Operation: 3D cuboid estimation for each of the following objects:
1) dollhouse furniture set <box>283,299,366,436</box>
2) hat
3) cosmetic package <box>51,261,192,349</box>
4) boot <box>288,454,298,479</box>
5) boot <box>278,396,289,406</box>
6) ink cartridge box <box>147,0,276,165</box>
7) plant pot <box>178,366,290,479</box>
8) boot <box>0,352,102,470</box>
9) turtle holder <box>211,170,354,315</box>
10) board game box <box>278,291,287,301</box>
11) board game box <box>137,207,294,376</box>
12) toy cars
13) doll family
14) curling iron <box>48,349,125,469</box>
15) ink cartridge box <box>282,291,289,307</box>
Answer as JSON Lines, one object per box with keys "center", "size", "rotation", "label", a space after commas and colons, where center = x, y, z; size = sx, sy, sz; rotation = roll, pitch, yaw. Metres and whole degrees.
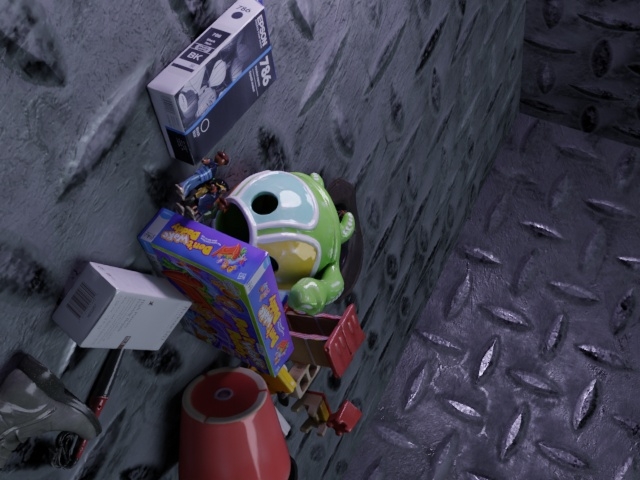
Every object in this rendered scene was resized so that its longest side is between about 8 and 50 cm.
{"center": [0.016, 0.339, 1.820], "size": [0.152, 0.201, 0.374], "rotation": [-53, 136, -41], "label": "dollhouse furniture set"}
{"center": [0.000, 0.000, 1.832], "size": [0.331, 0.133, 0.332], "rotation": [2, 90, -67], "label": "hat"}
{"center": [-0.331, 0.118, 1.207], "size": [0.117, 0.085, 0.231], "rotation": [-54, 157, 5], "label": "cosmetic package"}
{"center": [-0.203, 0.711, 1.945], "size": [0.348, 0.131, 0.260], "rotation": [-58, 148, -25], "label": "boot"}
{"center": [-0.088, 0.446, 2.191], "size": [0.114, 0.037, 0.106], "rotation": [-53, 157, -44], "label": "boot"}
{"center": [-0.165, -0.301, 1.254], "size": [0.333, 0.065, 0.165], "rotation": [-56, 155, -30], "label": "ink cartridge box"}
{"center": [-0.209, 0.446, 1.637], "size": [0.275, 0.274, 0.243], "rotation": [-41, 136, -48], "label": "plant pot"}
{"center": [-0.464, 0.298, 1.126], "size": [0.161, 0.083, 0.247], "rotation": [-50, 147, -23], "label": "boot"}
{"center": [-0.086, 0.011, 1.440], "size": [0.227, 0.243, 0.321], "rotation": [-1, 75, -46], "label": "turtle holder"}
{"center": [-0.161, 0.169, 1.638], "size": [0.212, 0.039, 0.160], "rotation": [-62, 153, -11], "label": "board game box"}
{"center": [-0.189, 0.108, 1.357], "size": [0.078, 0.233, 0.347], "rotation": [-55, 155, -28], "label": "board game box"}
{"center": [-0.134, 0.390, 1.781], "size": [0.087, 0.176, 0.394], "rotation": [-46, 156, -37], "label": "toy cars"}
{"center": [-0.208, -0.090, 1.293], "size": [0.111, 0.076, 0.193], "rotation": [-37, 177, -19], "label": "doll family"}
{"center": [-0.409, 0.290, 1.280], "size": [0.274, 0.035, 0.068], "rotation": [-63, 158, -11], "label": "curling iron"}
{"center": [-0.145, 0.139, 1.737], "size": [0.208, 0.045, 0.206], "rotation": [-11, 120, -61], "label": "ink cartridge box"}
